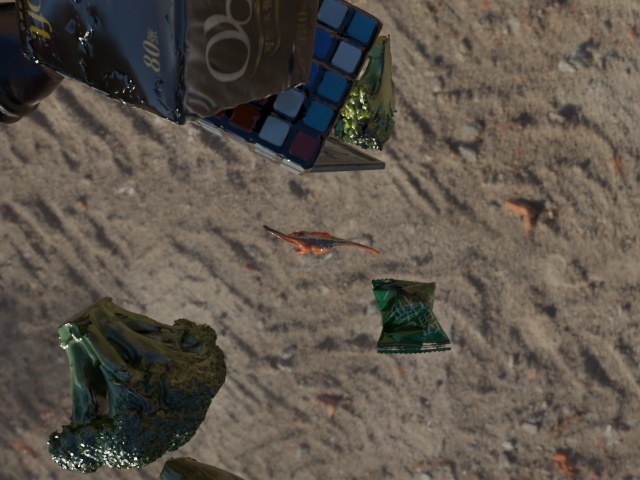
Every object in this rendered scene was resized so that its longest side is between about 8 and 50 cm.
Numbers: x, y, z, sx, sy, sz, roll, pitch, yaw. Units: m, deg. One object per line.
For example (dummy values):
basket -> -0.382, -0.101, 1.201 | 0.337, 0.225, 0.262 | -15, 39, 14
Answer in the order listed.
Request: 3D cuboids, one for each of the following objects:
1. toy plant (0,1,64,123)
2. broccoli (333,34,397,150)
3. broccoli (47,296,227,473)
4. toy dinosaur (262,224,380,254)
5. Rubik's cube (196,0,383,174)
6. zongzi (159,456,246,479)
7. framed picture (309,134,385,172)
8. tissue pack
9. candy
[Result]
toy plant -> -0.510, -0.259, 1.190 | 0.235, 0.175, 0.218 | -19, 78, 11
broccoli -> 0.078, -0.354, 1.928 | 0.180, 0.242, 0.273 | 6, 112, 21
broccoli -> -0.313, 0.231, 1.316 | 0.303, 0.321, 0.283 | -32, 101, 15
toy dinosaur -> 0.000, 0.006, 1.794 | 0.101, 0.279, 0.055 | -7, 78, 60
Rubik's cube -> -0.057, -0.194, 0.922 | 0.182, 0.184, 0.187 | 26, 93, -6
zongzi -> -0.226, 0.527, 1.727 | 0.204, 0.204, 0.094 | 13, 86, 40
framed picture -> -0.027, -0.237, 2.068 | 0.335, 0.247, 0.022 | 36, 124, 51
tissue pack -> -0.109, -0.293, 0.605 | 0.210, 0.198, 0.370 | 25, 127, 26
candy -> 0.184, 0.157, 1.634 | 0.141, 0.203, 0.078 | -14, 129, 12
